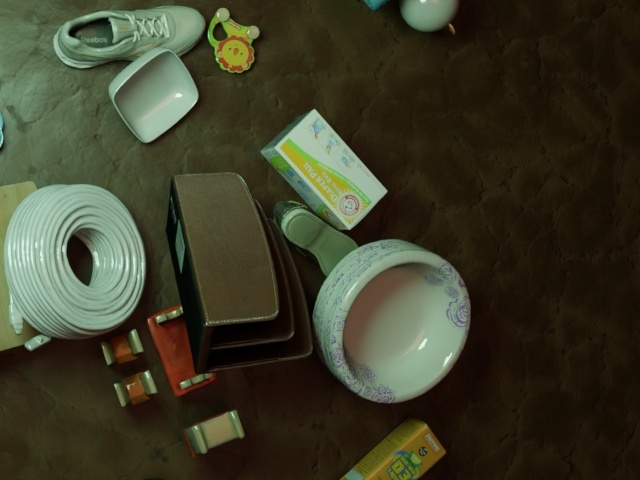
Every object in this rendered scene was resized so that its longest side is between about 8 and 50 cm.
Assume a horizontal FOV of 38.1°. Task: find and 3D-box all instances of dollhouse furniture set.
[{"bbox_3d":[-0.224,0.240,1.620,0.262,0.135,0.259,-19,84,-16],"label":"dollhouse furniture set"}]

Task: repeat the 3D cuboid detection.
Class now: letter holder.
[{"bbox_3d":[-0.124,0.044,1.541,0.214,0.152,0.302,-5,54,-18],"label":"letter holder"}]

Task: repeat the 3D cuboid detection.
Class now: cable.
[{"bbox_3d":[-0.395,0.032,1.503,0.257,0.089,0.257,-15,93,-56],"label":"cable"}]

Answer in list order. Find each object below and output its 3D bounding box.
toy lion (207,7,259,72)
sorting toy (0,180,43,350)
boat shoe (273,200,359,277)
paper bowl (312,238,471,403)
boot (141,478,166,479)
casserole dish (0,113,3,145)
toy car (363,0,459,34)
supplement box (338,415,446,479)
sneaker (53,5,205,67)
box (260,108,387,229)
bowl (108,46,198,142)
[{"bbox_3d":[-0.162,-0.355,1.674,0.100,0.034,0.096,29,89,-14],"label":"toy lion"},{"bbox_3d":[-0.568,0.057,1.501,0.255,0.089,0.257,-14,93,-28],"label":"sorting toy"},{"bbox_3d":[0.000,0.000,1.674,0.081,0.069,0.228,-47,132,1],"label":"boat shoe"},{"bbox_3d":[0.117,0.137,1.669,0.284,0.148,0.284,-7,108,-24],"label":"paper bowl"},{"bbox_3d":[-0.311,0.480,1.617,0.106,0.037,0.114,-13,90,-3],"label":"boot"},{"bbox_3d":[-0.618,-0.169,1.531,0.188,0.037,0.114,-28,97,-16],"label":"casserole dish"},{"bbox_3d":[0.178,-0.474,1.723,0.219,0.210,0.238,-39,129,0],"label":"toy car"},{"bbox_3d":[0.120,0.435,1.726,0.233,0.080,0.078,-40,103,-15],"label":"supplement box"},{"bbox_3d":[-0.318,-0.351,1.578,0.262,0.121,0.099,-15,95,-16],"label":"sneaker"},{"bbox_3d":[0.006,-0.124,1.677,0.103,0.114,0.203,-45,103,-12],"label":"box"},{"bbox_3d":[-0.293,-0.258,1.595,0.142,0.053,0.142,-42,143,-11],"label":"bowl"}]
